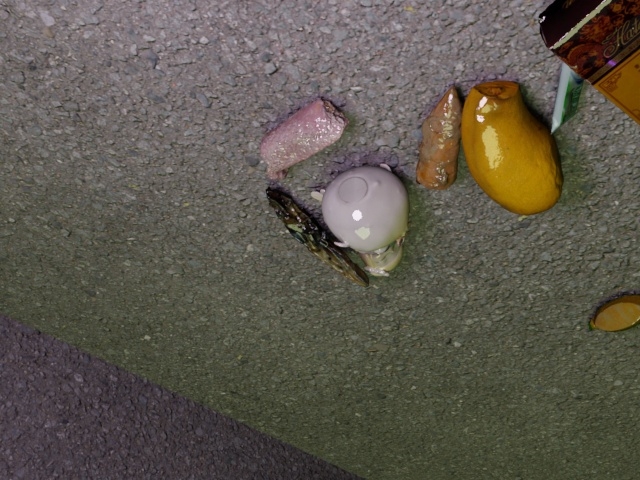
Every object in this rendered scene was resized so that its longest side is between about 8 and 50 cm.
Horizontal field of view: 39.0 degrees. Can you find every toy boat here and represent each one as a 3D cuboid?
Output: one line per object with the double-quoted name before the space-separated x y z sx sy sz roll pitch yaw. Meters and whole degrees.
"toy boat" 0.806 0.197 2.422 0.229 0.089 0.088 -29 169 40

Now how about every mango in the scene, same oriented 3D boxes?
"mango" 0.399 -0.185 1.903 0.187 0.144 0.359 -39 124 8

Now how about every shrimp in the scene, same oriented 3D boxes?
"shrimp" 0.000 0.000 2.229 0.365 0.071 0.233 46 174 -32

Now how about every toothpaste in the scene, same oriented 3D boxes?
"toothpaste" 0.493 -0.327 1.766 0.048 0.075 0.297 39 155 29

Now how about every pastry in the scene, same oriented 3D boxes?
"pastry" -0.052 -0.222 1.995 0.112 0.103 0.265 34 136 -20

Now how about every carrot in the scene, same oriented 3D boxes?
"carrot" 0.266 -0.226 1.941 0.102 0.102 0.263 8 139 2

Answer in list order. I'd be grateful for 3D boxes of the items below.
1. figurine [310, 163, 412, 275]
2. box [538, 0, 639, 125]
"figurine" 0.106 -0.040 2.186 0.274 0.226 0.394 28 166 28
"box" 0.621 -0.348 1.614 0.415 0.116 0.264 30 128 -27
